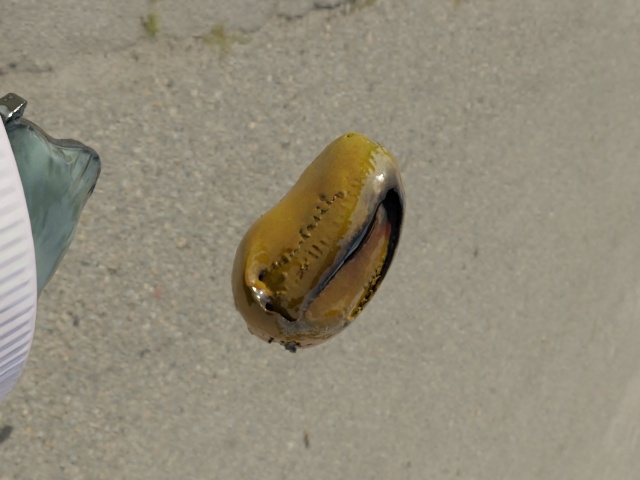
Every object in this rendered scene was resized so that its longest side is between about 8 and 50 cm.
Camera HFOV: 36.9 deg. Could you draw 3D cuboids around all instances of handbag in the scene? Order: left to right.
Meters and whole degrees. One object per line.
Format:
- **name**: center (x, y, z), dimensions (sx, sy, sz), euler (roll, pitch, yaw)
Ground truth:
- **handbag**: center (-0.326, 0.026, 0.932), dimensions (0.332, 0.075, 0.191), euler (-62, 160, 2)

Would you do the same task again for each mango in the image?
- **mango**: center (0.000, 0.000, 1.044), dimensions (0.248, 0.156, 0.151), euler (-64, -176, 1)

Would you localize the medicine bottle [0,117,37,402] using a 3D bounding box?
- **medicine bottle**: center (-0.260, 0.007, 0.287), dimensions (0.241, 0.252, 0.252), euler (-35, 130, -46)
